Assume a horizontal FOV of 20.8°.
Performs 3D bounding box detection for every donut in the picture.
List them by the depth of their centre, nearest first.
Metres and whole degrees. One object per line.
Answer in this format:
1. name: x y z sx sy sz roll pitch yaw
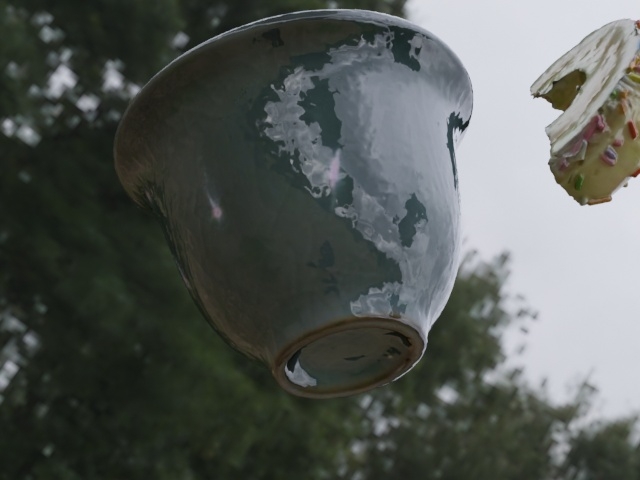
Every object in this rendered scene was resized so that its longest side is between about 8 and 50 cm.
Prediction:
1. donut: 0.204 -0.097 1.201 0.065 0.108 0.166 41 21 -15

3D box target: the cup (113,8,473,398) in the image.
1. cup: 0.000 0.000 0.909 0.199 0.150 0.199 -10 -32 -6
